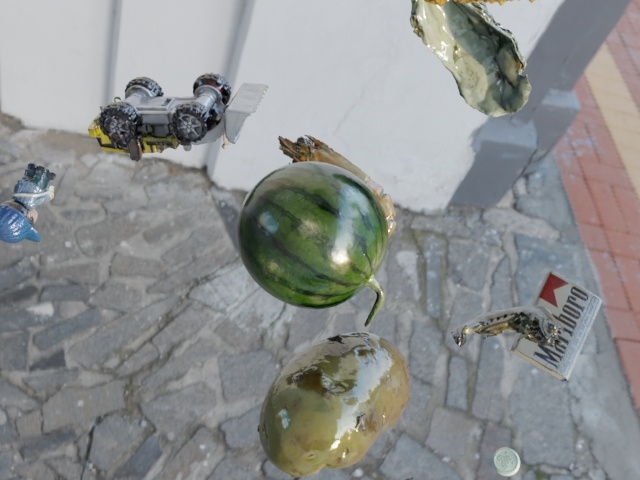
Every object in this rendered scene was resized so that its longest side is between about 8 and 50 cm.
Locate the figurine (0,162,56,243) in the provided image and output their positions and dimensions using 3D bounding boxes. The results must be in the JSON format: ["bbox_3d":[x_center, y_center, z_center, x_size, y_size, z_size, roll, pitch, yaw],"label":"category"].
[{"bbox_3d":[-0.527,-0.064,1.306,0.086,0.087,0.149,18,78,14],"label":"figurine"}]

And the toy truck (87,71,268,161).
[{"bbox_3d":[-0.223,-0.192,1.158,0.285,0.111,0.136,1,37,12],"label":"toy truck"}]

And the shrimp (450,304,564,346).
[{"bbox_3d":[0.263,0.128,1.038,0.150,0.217,0.051,-9,92,1],"label":"shrimp"}]

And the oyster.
[{"bbox_3d":[0.216,-0.296,1.081,0.252,0.199,0.087,41,67,8],"label":"oyster"}]

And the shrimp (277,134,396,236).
[{"bbox_3d":[0.016,-0.095,1.391,0.294,0.154,0.062,47,10,13],"label":"shrimp"}]

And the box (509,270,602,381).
[{"bbox_3d":[0.440,0.159,1.366,0.115,0.036,0.177,30,70,3],"label":"box"}]

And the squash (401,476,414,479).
[{"bbox_3d":[-0.001,0.313,0.780,0.252,0.066,0.066,-17,60,-14],"label":"squash"}]

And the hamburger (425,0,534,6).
[{"bbox_3d":[0.134,-0.246,0.473,0.294,0.179,0.276,2,11,2],"label":"hamburger"}]

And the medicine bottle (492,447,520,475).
[{"bbox_3d":[0.319,0.381,1.255,0.047,0.083,0.047,-5,71,14],"label":"medicine bottle"}]

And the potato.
[{"bbox_3d":[0.022,0.218,1.007,0.165,0.165,0.262,41,37,13],"label":"potato"}]

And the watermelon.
[{"bbox_3d":[0.000,0.000,0.921,0.214,0.188,0.188,37,51,16],"label":"watermelon"}]
